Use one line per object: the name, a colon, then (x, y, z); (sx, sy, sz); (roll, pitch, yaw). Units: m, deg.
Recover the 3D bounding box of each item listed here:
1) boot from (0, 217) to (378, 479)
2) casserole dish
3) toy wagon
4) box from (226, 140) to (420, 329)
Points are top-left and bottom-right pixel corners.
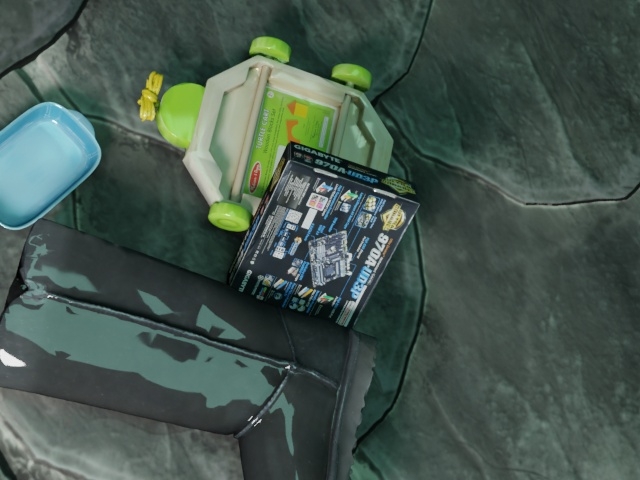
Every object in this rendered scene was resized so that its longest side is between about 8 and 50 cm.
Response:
boot: (-0.182, 0.203, 1.606); (0.445, 0.146, 0.367); (21, 61, -15)
casserole dish: (-0.361, -0.090, 1.691); (0.114, 0.037, 0.188); (46, 65, -2)
toy wagon: (-0.076, -0.135, 1.788); (0.345, 0.068, 0.267); (17, 69, -13)
box: (0.000, 0.000, 1.700); (0.175, 0.220, 0.051); (18, 31, -13)
